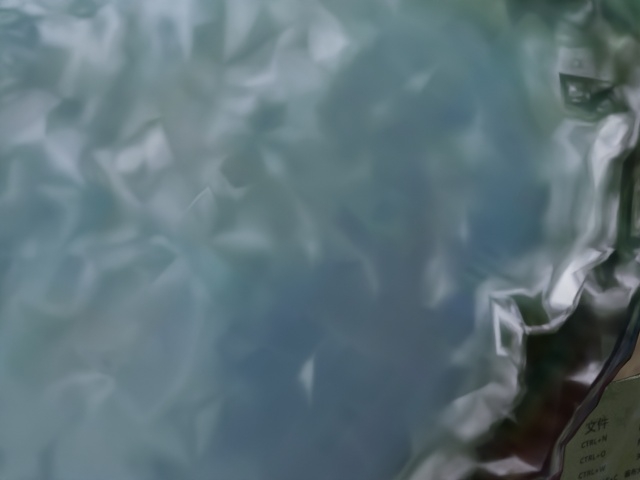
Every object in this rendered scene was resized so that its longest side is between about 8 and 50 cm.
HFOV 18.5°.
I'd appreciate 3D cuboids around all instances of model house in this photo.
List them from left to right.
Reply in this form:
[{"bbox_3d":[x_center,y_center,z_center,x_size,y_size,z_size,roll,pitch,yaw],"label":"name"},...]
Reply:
[{"bbox_3d":[-0.071,0.031,0.765,0.297,0.339,0.360,32,79,2],"label":"model house"}]

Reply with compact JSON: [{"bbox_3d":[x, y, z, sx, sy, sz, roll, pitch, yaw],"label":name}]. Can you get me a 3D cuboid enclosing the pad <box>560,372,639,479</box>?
[{"bbox_3d":[0.197,0.100,0.779,0.265,0.009,0.160,-14,119,-29],"label":"pad"}]
